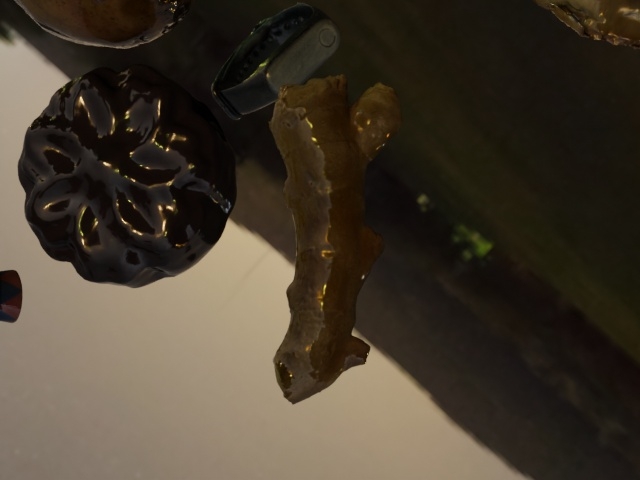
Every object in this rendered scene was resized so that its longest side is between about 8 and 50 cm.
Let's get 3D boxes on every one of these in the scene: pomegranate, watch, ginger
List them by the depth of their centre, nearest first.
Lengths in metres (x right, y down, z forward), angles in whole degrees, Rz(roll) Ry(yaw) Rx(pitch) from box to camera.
[{"bbox_3d":[0.000,0.000,1.181,0.118,0.298,0.065,7,-176,4],"label":"ginger"},{"bbox_3d":[-0.278,-0.401,1.733,0.322,0.322,0.322,43,-179,-1],"label":"pomegranate"},{"bbox_3d":[-0.071,-0.264,1.936,0.068,0.206,0.193,50,160,-24],"label":"watch"}]

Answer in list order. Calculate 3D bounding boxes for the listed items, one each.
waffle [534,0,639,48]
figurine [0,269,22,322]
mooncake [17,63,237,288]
[{"bbox_3d":[0.250,-0.236,1.084,0.308,0.091,0.213,0,-142,-44],"label":"waffle"},{"bbox_3d":[-0.483,0.050,1.543,0.161,0.158,0.275,11,171,40],"label":"figurine"},{"bbox_3d":[-0.250,-0.082,1.677,0.283,0.283,0.141,43,-173,14],"label":"mooncake"}]
